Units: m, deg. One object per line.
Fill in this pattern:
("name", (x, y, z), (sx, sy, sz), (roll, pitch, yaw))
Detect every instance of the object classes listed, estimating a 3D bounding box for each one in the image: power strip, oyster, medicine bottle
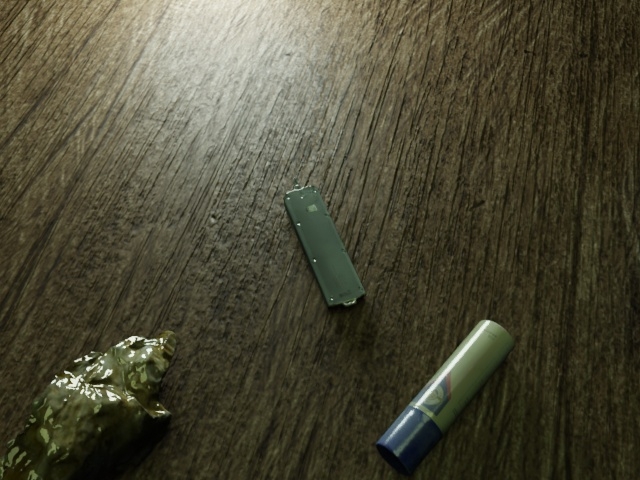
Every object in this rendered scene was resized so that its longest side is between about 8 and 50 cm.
("power strip", (0.000, 0.000, 0.980), (0.060, 0.027, 0.253), (-18, 59, -10))
("oyster", (-0.282, 0.239, 0.764), (0.110, 0.166, 0.341), (26, 39, 26))
("medicine bottle", (0.167, 0.202, 0.829), (0.059, 0.059, 0.231), (37, 64, 22))
